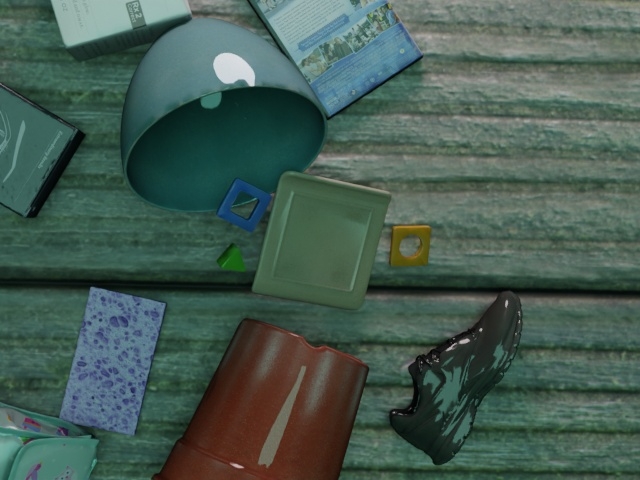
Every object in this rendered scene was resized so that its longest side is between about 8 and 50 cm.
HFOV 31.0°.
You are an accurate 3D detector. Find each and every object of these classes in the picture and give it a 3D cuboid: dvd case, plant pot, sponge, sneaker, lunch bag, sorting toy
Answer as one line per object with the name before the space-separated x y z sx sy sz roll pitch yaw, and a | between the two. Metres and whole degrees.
dvd case | 0.015 -0.336 1.757 0.180 0.022 0.253 -34 94 -2
plant pot | -0.156 -0.200 1.642 0.290 0.290 0.195 -17 62 -4
sponge | -0.313 0.182 1.739 0.117 0.031 0.210 14 90 -5
sneaker | 0.207 0.194 1.750 0.130 0.109 0.286 31 87 1
lunch bag | -0.471 0.354 1.669 0.262 0.160 0.223 16 94 -9
sorting toy | 0.000 0.000 1.735 0.348 0.047 0.196 11 102 -22
plant pot | -0.067 0.268 1.661 0.272 0.272 0.265 23 82 -5

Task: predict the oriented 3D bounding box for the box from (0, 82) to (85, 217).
box | -0.471 -0.147 1.679 0.207 0.108 0.153 32 89 -5

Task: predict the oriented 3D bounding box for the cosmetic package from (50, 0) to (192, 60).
cosmetic package | -0.292 -0.361 1.665 0.184 0.151 0.151 -17 93 -4
